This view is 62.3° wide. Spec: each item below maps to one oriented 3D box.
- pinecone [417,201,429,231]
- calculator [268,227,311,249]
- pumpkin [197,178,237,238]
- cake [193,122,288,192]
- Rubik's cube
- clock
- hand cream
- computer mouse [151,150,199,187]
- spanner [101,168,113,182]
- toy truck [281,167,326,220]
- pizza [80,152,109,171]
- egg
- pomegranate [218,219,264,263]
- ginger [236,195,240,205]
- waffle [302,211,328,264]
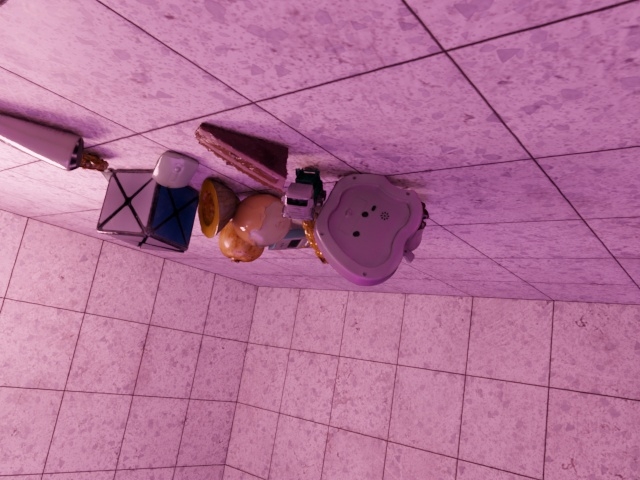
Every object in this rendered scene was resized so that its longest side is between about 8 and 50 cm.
[{"bbox_3d":[0.294,-0.085,1.748,0.140,0.140,0.121,-2,-165,40],"label":"pinecone"},{"bbox_3d":[-0.031,-0.006,2.327,0.386,0.054,0.256,-1,168,-11],"label":"calculator"},{"bbox_3d":[-0.369,-0.120,1.924,0.110,0.217,0.217,-10,180,-35],"label":"pumpkin"},{"bbox_3d":[-0.213,-0.254,1.500,0.295,0.113,0.116,24,159,-11],"label":"cake"},{"bbox_3d":[-0.649,-0.108,2.008,0.255,0.260,0.259,3,163,24],"label":"Rubik's cube"},{"bbox_3d":[0.149,-0.036,1.602,0.338,0.338,0.102,9,165,0],"label":"clock"},{"bbox_3d":[-0.919,-0.322,1.629,0.358,0.118,0.185,19,173,-13],"label":"hand cream"},{"bbox_3d":[-0.495,-0.230,1.786,0.128,0.079,0.231,13,164,-24],"label":"computer mouse"},{"bbox_3d":[-0.833,-0.239,2.101,0.071,0.017,0.302,12,166,-8],"label":"spanner"},{"bbox_3d":[-0.050,-0.150,1.601,0.110,0.116,0.216,7,-150,9],"label":"toy truck"},{"bbox_3d":[-0.847,-0.285,1.810,0.226,0.069,0.147,11,-179,-32],"label":"pizza"},{"bbox_3d":[-0.226,-0.077,1.976,0.244,0.201,0.201,14,173,41],"label":"egg"},{"bbox_3d":[-0.356,0.009,2.407,0.215,0.215,0.215,9,167,2],"label":"pomegranate"},{"bbox_3d":[-0.419,-0.132,2.154,0.148,0.081,0.333,-3,172,-17],"label":"ginger"},{"bbox_3d":[-0.002,0.001,2.053,0.051,0.291,0.291,-27,175,-14],"label":"waffle"}]
